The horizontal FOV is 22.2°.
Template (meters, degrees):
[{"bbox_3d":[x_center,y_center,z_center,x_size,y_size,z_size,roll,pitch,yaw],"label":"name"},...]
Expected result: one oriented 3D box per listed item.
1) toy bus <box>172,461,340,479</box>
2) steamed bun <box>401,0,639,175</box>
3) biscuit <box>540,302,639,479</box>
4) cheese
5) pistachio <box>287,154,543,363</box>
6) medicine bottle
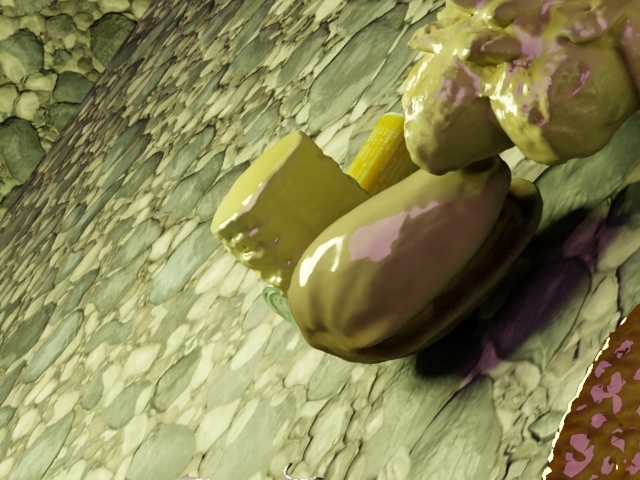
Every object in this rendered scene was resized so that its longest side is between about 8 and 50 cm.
[{"bbox_3d":[-0.064,0.244,1.199,0.138,0.112,0.317,-49,18,-27],"label":"toy bus"},{"bbox_3d":[0.177,-0.161,1.227,0.292,0.137,0.295,-28,21,-5],"label":"steamed bun"},{"bbox_3d":[0.225,0.123,0.755,0.305,0.038,0.305,-27,50,37],"label":"biscuit"},{"bbox_3d":[0.000,0.000,1.395,0.123,0.167,0.094,-54,15,-19],"label":"cheese"},{"bbox_3d":[0.070,0.015,1.271,0.223,0.126,0.152,-35,35,22],"label":"pistachio"},{"bbox_3d":[0.031,-0.019,1.509,0.074,0.074,0.218,-14,40,59],"label":"medicine bottle"}]
